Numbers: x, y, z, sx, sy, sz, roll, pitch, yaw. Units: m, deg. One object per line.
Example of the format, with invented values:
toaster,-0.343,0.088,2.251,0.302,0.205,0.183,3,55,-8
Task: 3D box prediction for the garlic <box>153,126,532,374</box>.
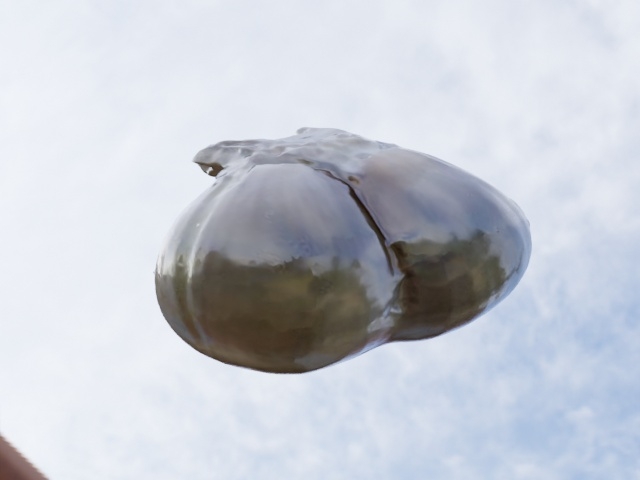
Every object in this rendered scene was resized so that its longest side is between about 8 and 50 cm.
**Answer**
garlic,0.007,0.010,0.436,0.124,0.174,0.099,17,-64,43
